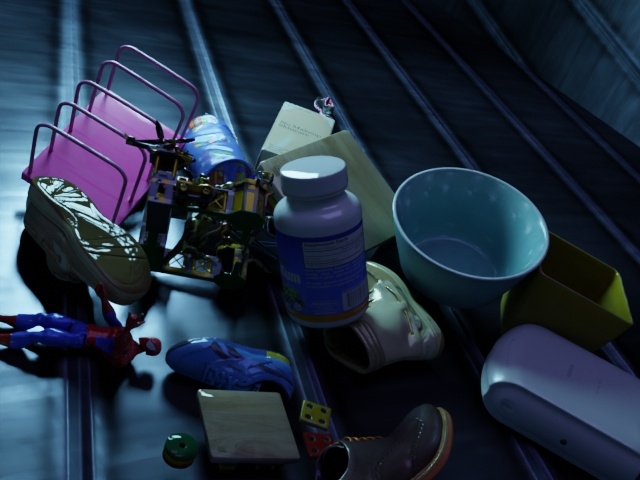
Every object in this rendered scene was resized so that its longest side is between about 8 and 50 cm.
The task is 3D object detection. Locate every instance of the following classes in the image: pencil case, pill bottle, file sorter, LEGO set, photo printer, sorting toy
[{"bbox_3d":[-0.218,-0.169,1.773,0.133,0.119,0.306,-16,31,-12],"label":"pencil case"},{"bbox_3d":[0.000,0.000,1.427,0.152,0.272,0.152,-6,25,3],"label":"pill bottle"},{"bbox_3d":[-0.389,-0.205,1.586,0.202,0.182,0.291,32,49,-3],"label":"file sorter"},{"bbox_3d":[-0.208,-0.071,1.466,0.255,0.331,0.192,6,59,-3],"label":"LEGO set"},{"bbox_3d":[0.449,0.285,1.531,0.307,0.107,0.256,29,31,12],"label":"photo printer"},{"bbox_3d":[-0.105,0.285,1.228,0.274,0.046,0.132,7,33,-24],"label":"sorting toy"},{"bbox_3d":[0.022,-0.073,1.725,0.255,0.089,0.257,-26,75,-38],"label":"sorting toy"}]

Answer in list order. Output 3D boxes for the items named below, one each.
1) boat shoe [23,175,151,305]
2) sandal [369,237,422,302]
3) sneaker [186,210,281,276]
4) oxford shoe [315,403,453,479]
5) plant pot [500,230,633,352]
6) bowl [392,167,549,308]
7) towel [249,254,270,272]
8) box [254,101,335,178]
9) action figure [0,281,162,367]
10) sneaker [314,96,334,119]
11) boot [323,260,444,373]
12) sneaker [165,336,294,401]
[{"bbox_3d":[-0.401,0.017,1.411,0.121,0.110,0.341,6,28,-47],"label":"boat shoe"},{"bbox_3d":[0.203,-0.001,1.834,0.167,0.107,0.446,21,31,0],"label":"sandal"},{"bbox_3d":[-0.136,-0.021,1.620,0.267,0.106,0.101,18,39,13],"label":"sneaker"},{"bbox_3d":[0.082,0.317,1.186,0.133,0.130,0.363,47,34,5],"label":"oxford shoe"},{"bbox_3d":[0.481,0.132,1.705,0.212,0.187,0.212,29,29,-5],"label":"plant pot"},{"bbox_3d":[0.280,0.014,1.659,0.311,0.163,0.311,6,46,-6],"label":"bowl"},{"bbox_3d":[-0.112,0.008,1.699,0.113,0.023,0.152,-10,42,-44],"label":"towel"},{"bbox_3d":[-0.064,-0.204,1.975,0.148,0.121,0.311,19,30,-4],"label":"box"},{"bbox_3d":[-0.369,0.114,1.252,0.280,0.139,0.091,15,32,-17],"label":"action figure"},{"bbox_3d":[0.016,-0.393,2.403,0.047,0.057,0.119,7,32,-21],"label":"sneaker"},{"bbox_3d":[0.079,0.139,1.547,0.203,0.095,0.262,-8,44,-39],"label":"boot"},{"bbox_3d":[-0.140,0.210,1.307,0.209,0.069,0.082,13,35,-15],"label":"sneaker"}]
